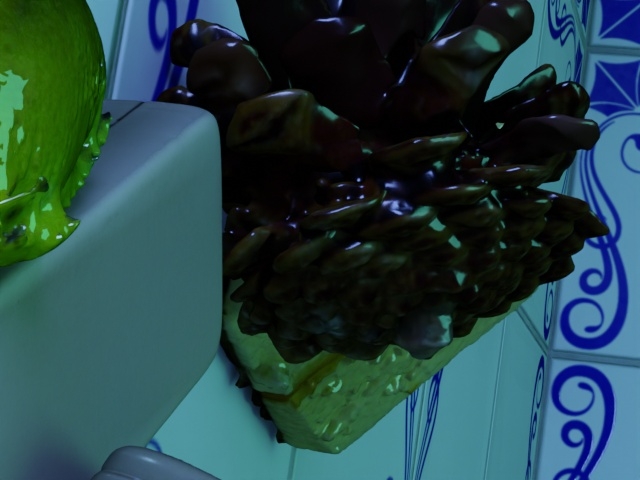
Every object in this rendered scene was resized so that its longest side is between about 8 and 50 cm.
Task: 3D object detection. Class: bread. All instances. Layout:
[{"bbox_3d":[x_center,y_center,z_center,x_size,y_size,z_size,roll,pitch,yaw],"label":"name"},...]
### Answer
[{"bbox_3d":[0.000,0.000,1.303,0.236,0.198,0.263,-45,153,-12],"label":"bread"}]

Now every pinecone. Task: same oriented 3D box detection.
[{"bbox_3d":[0.021,-0.059,1.051,0.264,0.264,0.264,6,90,-76],"label":"pinecone"}]

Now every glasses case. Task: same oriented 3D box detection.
[{"bbox_3d":[-0.127,0.046,0.804,0.336,0.076,0.144,-50,144,-66],"label":"glasses case"}]

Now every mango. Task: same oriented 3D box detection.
[{"bbox_3d":[-0.132,-0.052,0.701,0.178,0.100,0.119,-41,131,-76],"label":"mango"}]

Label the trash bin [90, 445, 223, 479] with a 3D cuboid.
[{"bbox_3d":[-0.090,0.230,0.768,0.247,0.121,0.243,-60,173,-19],"label":"trash bin"}]
